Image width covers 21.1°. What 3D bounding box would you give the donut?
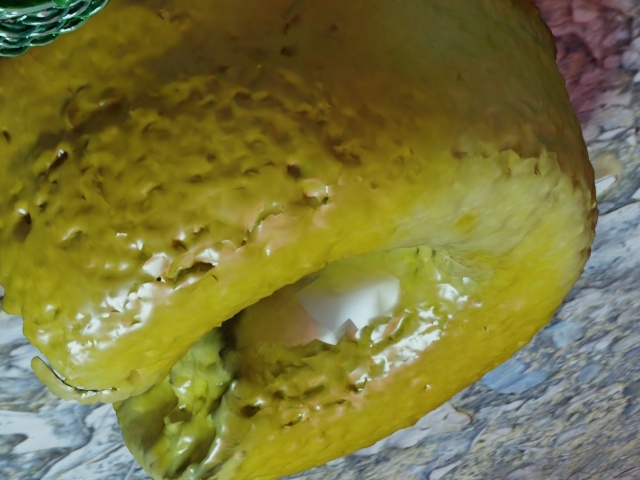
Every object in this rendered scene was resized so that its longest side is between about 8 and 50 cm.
[{"bbox_3d":[0.000,0.000,1.055,0.378,0.163,0.435,-27,151,4],"label":"donut"}]

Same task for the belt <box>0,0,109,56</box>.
[{"bbox_3d":[-0.150,-0.142,0.785,0.121,0.079,0.151,-17,151,-11],"label":"belt"}]
